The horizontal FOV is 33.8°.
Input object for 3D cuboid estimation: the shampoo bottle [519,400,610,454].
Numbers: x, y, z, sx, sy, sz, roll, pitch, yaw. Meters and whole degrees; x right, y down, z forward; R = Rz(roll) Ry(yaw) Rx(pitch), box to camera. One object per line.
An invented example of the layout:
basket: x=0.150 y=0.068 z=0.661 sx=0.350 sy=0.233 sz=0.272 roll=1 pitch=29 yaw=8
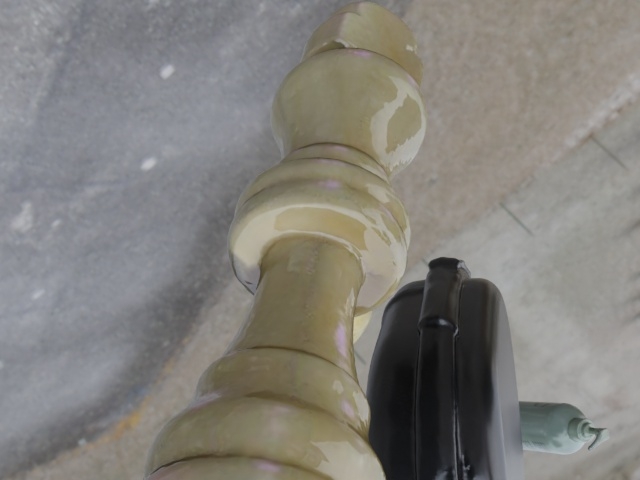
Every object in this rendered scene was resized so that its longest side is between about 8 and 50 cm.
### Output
shampoo bottle: x=0.248 y=0.202 z=1.134 sx=0.056 sy=0.056 sz=0.195 roll=-33 pitch=-173 yaw=-23

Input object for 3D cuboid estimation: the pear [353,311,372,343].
pear: x=-0.012 y=0.093 z=1.537 sx=0.178 sy=0.178 sz=0.178 roll=-36 pitch=158 yaw=-17

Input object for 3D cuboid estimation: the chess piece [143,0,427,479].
chess piece: x=0.000 y=0.000 z=0.586 sx=0.117 sy=0.117 sz=0.397 roll=114 pitch=-8 yaw=-46

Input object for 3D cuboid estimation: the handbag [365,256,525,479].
handbag: x=0.094 y=0.152 z=0.757 sx=0.093 sy=0.254 sz=0.308 roll=-6 pitch=-161 yaw=13
